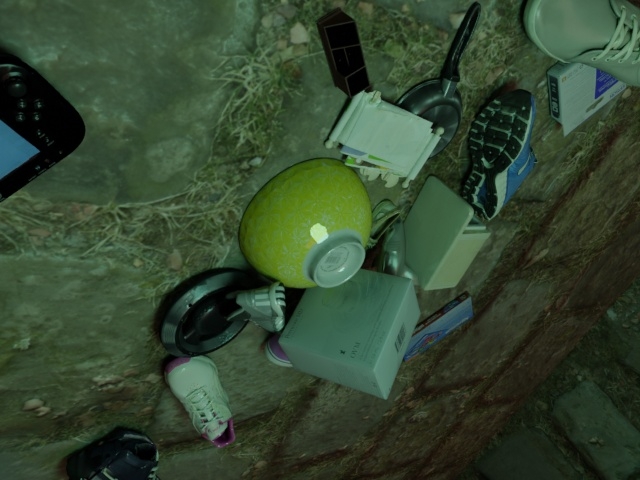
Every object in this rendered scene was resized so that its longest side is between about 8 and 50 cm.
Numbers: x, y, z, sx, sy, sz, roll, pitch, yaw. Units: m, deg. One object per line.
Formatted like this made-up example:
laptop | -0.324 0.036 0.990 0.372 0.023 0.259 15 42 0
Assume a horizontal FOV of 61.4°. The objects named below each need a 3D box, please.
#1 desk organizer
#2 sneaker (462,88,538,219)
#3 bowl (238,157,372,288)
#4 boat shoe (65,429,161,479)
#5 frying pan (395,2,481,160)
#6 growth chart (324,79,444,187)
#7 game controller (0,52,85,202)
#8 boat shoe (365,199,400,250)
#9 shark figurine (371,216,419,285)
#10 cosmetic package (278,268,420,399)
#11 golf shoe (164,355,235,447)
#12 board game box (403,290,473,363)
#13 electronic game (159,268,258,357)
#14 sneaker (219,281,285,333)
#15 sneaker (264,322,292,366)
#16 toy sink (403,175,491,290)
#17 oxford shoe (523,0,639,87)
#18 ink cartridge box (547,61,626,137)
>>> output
desk organizer | 0.040 -0.303 0.882 0.047 0.050 0.130 -33 142 -7
sneaker | 0.426 -0.207 1.249 0.147 0.129 0.330 -35 147 -28
bowl | 0.000 0.000 1.069 0.289 0.156 0.290 -21 138 -20
boat shoe | -0.438 0.570 1.311 0.158 0.127 0.340 -30 141 2
frying pan | 0.254 -0.278 1.083 0.197 0.053 0.326 20 117 -47
growth chart | 0.124 -0.190 1.039 0.237 0.021 0.172 19 124 -33
game controller | -0.462 -0.097 0.677 0.319 0.067 0.166 -36 142 -3
boat shoe | 0.123 -0.021 1.231 0.056 0.048 0.153 20 114 -47
shark figurine | 0.171 0.100 1.280 0.116 0.166 0.278 14 122 -2
cosmetic package | 0.067 0.184 1.163 0.224 0.224 0.138 -61 146 -31
golf shoe | -0.264 0.372 1.247 0.115 0.140 0.306 -28 139 -10
board game box | 0.375 0.284 1.754 0.281 0.027 0.145 -33 140 -7
electronic game | -0.228 0.155 1.129 0.229 0.048 0.229 -29 142 -25
sneaker | -0.141 0.141 1.113 0.132 0.086 0.229 -3 156 -6
sneaker | 0.014 0.248 1.355 0.282 0.102 0.161 10 129 -44
toy sink | 0.296 -0.020 1.287 0.131 0.153 0.234 -2 129 -37
oxford shoe | 0.600 -0.420 1.105 0.449 0.130 0.169 11 115 -29
ink cartridge box | 0.636 -0.381 1.279 0.206 0.045 0.208 -38 139 -1
